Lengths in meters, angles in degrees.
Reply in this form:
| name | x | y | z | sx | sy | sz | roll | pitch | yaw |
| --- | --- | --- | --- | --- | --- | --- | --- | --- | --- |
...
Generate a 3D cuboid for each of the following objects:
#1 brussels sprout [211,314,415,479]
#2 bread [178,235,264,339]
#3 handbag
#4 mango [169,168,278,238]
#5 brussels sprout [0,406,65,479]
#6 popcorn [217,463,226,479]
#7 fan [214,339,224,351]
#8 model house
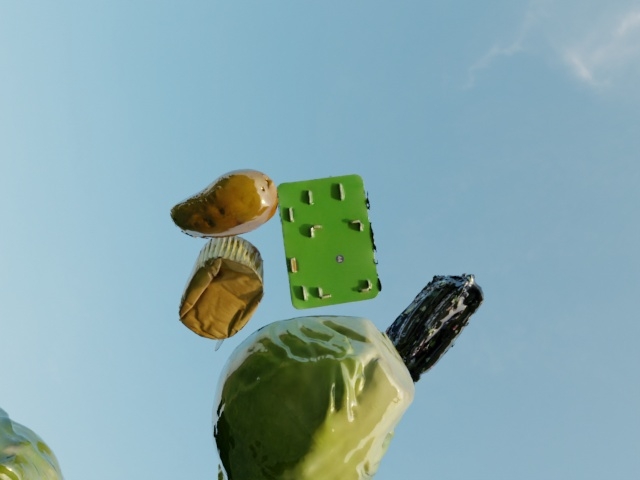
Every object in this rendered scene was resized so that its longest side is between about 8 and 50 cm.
| name | x | y | z | sx | sy | sz | roll | pitch | yaw |
| --- | --- | --- | --- | --- | --- | --- | --- | --- | --- |
| brussels sprout | -0.013 | 0.139 | 0.462 | 0.180 | 0.161 | 0.144 | -45 | -71 | 3 |
| bread | -0.260 | 0.122 | 1.524 | 0.204 | 0.156 | 0.288 | 21 | -60 | -8 |
| handbag | 0.226 | 0.172 | 1.155 | 0.113 | 0.162 | 0.260 | 41 | -96 | -7 |
| mango | -0.217 | -0.078 | 1.263 | 0.249 | 0.151 | 0.156 | -11 | -51 | 7 |
| brussels sprout | -0.552 | 0.379 | 0.748 | 0.425 | 0.342 | 0.361 | 48 | -32 | -20 |
| popcorn | -0.105 | 0.543 | 1.248 | 0.173 | 0.225 | 0.286 | -59 | -151 | 22 |
| fan | -0.289 | 0.288 | 1.637 | 0.003 | 0.060 | 0.080 | 35 | -89 | -18 |
| model house | 0.000 | 0.000 | 1.561 | 0.243 | 0.313 | 0.357 | -9 | -92 | -9 |
